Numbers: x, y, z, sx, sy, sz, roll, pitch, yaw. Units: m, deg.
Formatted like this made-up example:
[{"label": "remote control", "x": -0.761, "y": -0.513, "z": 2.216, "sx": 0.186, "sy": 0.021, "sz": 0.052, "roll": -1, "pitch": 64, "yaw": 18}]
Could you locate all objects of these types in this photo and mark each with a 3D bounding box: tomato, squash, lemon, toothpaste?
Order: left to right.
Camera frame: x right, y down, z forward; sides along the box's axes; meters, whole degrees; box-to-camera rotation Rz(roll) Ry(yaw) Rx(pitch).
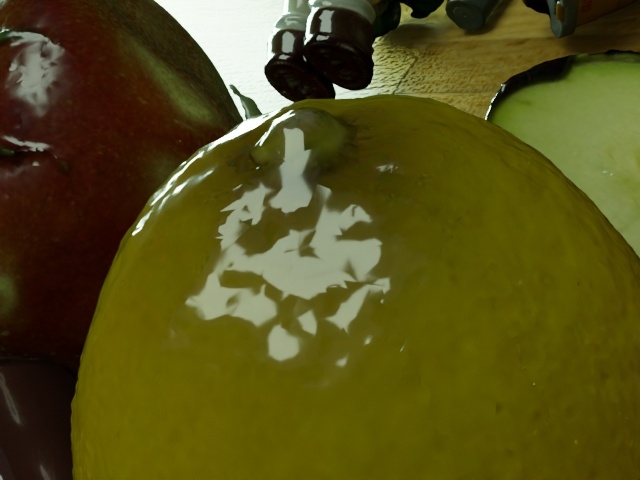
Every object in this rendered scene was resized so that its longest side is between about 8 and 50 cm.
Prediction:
[{"label": "tomato", "x": -0.167, "y": -0.040, "z": 1.400, "sx": 0.303, "sy": 0.239, "sz": 0.304, "roll": -42, "pitch": 38, "yaw": 44}, {"label": "lemon", "x": 0.028, "y": 0.086, "z": 1.047, "sx": 0.364, "sy": 0.364, "sz": 0.364, "roll": -26, "pitch": 33, "yaw": 18}, {"label": "toothpaste", "x": 0.174, "y": -0.269, "z": 1.695, "sx": 0.062, "sy": 0.039, "sz": 0.239, "roll": -14, "pitch": 35, "yaw": 50}, {"label": "squash", "x": 0.214, "y": -0.027, "z": 1.232, "sx": 0.204, "sy": 0.155, "sz": 0.237, "roll": -10, "pitch": 39, "yaw": 40}]

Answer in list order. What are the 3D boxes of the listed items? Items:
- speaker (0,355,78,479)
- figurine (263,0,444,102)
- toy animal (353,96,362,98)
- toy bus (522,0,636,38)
[{"label": "speaker", "x": -0.116, "y": 0.230, "z": 1.262, "sx": 0.259, "sy": 0.198, "sz": 0.329, "roll": -10, "pitch": 36, "yaw": -39}, {"label": "figurine", "x": 0.052, "y": -0.278, "z": 1.713, "sx": 0.281, "sy": 0.167, "sz": 0.370, "roll": -24, "pitch": 36, "yaw": 49}, {"label": "toy animal", "x": 0.004, "y": -0.013, "z": 1.470, "sx": 0.343, "sy": 0.106, "sz": 0.168, "roll": -4, "pitch": 51, "yaw": 51}, {"label": "toy bus", "x": 0.201, "y": -0.276, "z": 1.534, "sx": 0.136, "sy": 0.126, "sz": 0.210, "roll": -19, "pitch": 67, "yaw": -1}]
